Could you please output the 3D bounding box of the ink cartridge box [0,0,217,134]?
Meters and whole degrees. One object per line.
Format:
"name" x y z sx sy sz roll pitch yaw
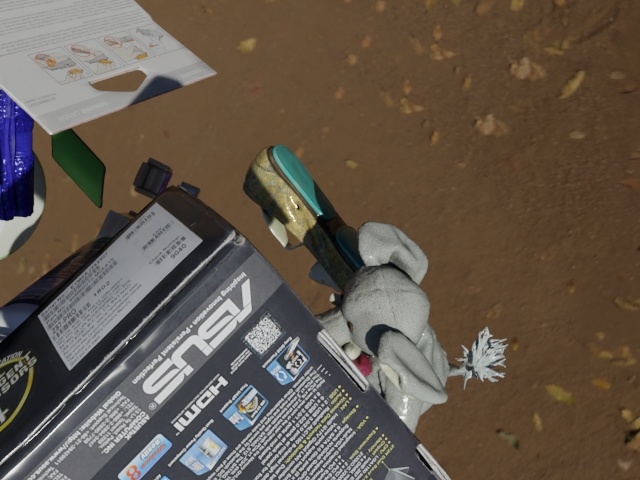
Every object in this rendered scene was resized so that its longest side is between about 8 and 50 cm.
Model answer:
"ink cartridge box" -0.318 -0.236 0.992 0.261 0.296 0.066 44 129 8

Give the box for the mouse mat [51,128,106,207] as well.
"mouse mat" -0.464 -0.152 1.526 0.152 0.007 0.190 47 153 5

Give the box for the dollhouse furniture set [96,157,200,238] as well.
"dollhouse furniture set" -0.284 0.019 1.653 0.303 0.198 0.286 25 91 -3

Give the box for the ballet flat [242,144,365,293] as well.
"ballet flat" 0.000 0.000 1.306 0.348 0.123 0.123 49 120 6

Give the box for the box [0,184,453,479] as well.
"box" -0.114 0.215 0.436 0.395 0.318 0.097 -46 36 -10

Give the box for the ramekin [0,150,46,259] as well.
"ramekin" -0.697 -0.097 1.584 0.148 0.303 0.303 13 105 33

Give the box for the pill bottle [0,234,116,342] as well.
"pill bottle" -0.380 0.152 1.209 0.204 0.361 0.204 8 118 16

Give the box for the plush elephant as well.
"plush elephant" 0.067 0.138 1.070 0.330 0.255 0.272 -20 42 14

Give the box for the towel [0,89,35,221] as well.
"towel" -0.559 -0.184 1.233 0.227 0.076 0.308 8 115 -3
